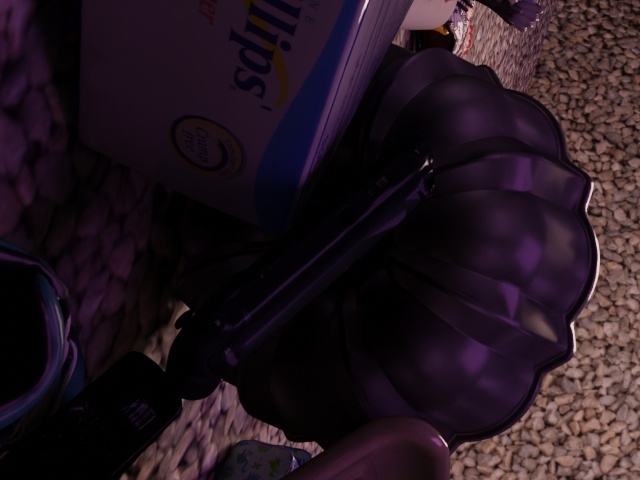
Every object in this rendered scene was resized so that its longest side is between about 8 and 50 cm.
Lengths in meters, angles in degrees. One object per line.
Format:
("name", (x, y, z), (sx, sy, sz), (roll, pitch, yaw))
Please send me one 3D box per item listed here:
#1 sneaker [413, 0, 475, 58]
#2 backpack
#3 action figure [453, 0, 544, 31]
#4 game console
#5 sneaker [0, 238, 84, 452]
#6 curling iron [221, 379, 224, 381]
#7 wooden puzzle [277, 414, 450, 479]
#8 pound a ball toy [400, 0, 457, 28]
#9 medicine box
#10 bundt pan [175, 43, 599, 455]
("sneaker", (0.170, -0.320, 1.347), (0.093, 0.088, 0.225), (-51, 150, -45))
("backpack", (-0.062, 0.272, 1.075), (0.084, 0.105, 0.114), (50, 54, -45))
("action figure", (0.200, -0.331, 1.148), (0.275, 0.140, 0.164), (-135, -118, -77))
("game console", (-0.070, 0.067, 0.563), (0.361, 0.044, 0.213), (-40, 177, -27))
("sneaker", (-0.159, 0.056, 0.452), (0.302, 0.121, 0.108), (56, 52, -71))
("curling iron", (-0.042, 0.013, 1.004), (0.068, 0.035, 0.274), (76, 33, -62))
("wooden puzzle", (-0.055, 0.273, 0.726), (0.347, 0.080, 0.322), (-27, 153, -7))
("pound a ball toy", (0.065, -0.226, 0.962), (0.319, 0.135, 0.208), (-29, 133, -69))
("medicine box", (-0.007, -0.202, 0.584), (0.263, 0.149, 0.289), (111, 5, -54))
("bundt pan", (0.026, 0.000, 0.745), (0.124, 0.330, 0.331), (23, 83, -58))
